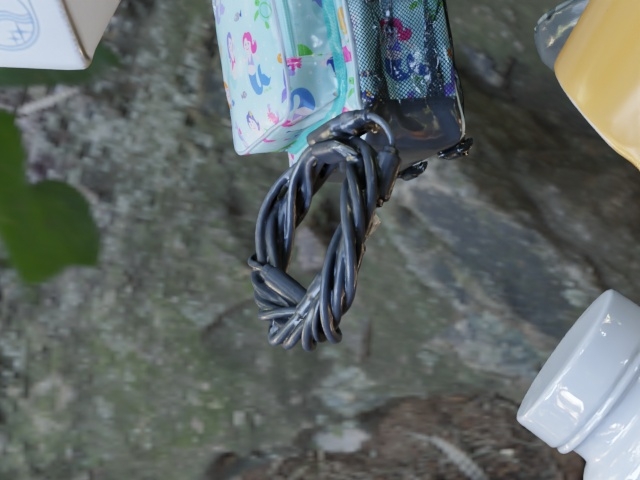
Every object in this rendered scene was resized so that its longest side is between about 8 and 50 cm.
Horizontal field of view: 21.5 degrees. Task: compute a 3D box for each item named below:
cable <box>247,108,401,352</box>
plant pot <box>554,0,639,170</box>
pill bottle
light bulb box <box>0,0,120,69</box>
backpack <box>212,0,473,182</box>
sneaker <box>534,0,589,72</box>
[{"bbox_3d":[0.000,0.000,1.086,0.184,0.047,0.151,155,124,-65],"label":"cable"},{"bbox_3d":[0.179,-0.081,0.512,0.188,0.205,0.205,-48,66,16],"label":"plant pot"},{"bbox_3d":[0.199,0.112,0.854,0.186,0.112,0.112,36,103,2],"label":"pill bottle"},{"bbox_3d":[-0.159,-0.304,0.524,0.225,0.361,0.358,3,48,19],"label":"light bulb box"},{"bbox_3d":[0.014,-0.186,1.425,0.225,0.191,0.254,155,114,-69],"label":"backpack"},{"bbox_3d":[0.188,-0.105,0.824,0.101,0.267,0.106,-26,85,-9],"label":"sneaker"}]
